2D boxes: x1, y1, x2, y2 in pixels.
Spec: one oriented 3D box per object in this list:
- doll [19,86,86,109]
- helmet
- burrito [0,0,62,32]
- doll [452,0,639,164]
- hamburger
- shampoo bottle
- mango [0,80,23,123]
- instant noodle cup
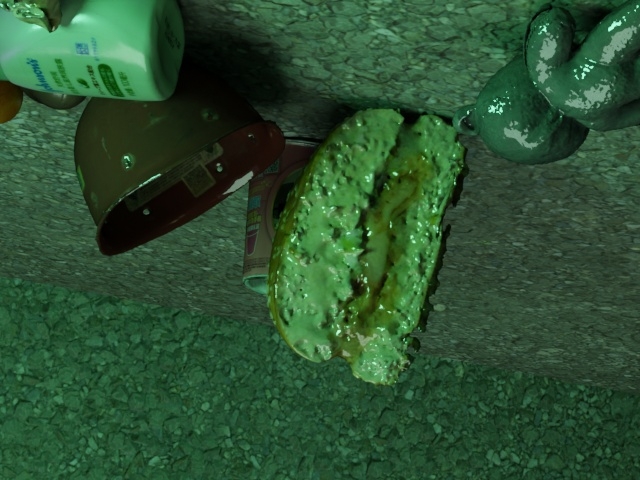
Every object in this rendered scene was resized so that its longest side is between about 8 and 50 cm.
[{"bbox_3d":[-0.426,-0.274,2.080,0.145,0.096,0.188,28,161,21],"label":"doll"},{"bbox_3d":[-0.253,-0.162,2.095,0.338,0.230,0.385,-31,169,-4],"label":"helmet"},{"bbox_3d":[-0.420,-0.383,1.650,0.175,0.107,0.347,27,167,21],"label":"burrito"},{"bbox_3d":[0.356,-0.229,1.820,0.246,0.158,0.340,24,129,-29],"label":"doll"},{"bbox_3d":[0.056,0.007,2.244,0.268,0.445,0.287,15,172,-7],"label":"hamburger"},{"bbox_3d":[-0.378,-0.291,1.901,0.350,0.151,0.222,6,160,9],"label":"shampoo bottle"},{"bbox_3d":[-0.556,-0.256,2.157,0.154,0.126,0.252,17,167,12],"label":"mango"},{"bbox_3d":[-0.042,-0.029,2.447,0.244,0.255,0.244,10,165,3],"label":"instant noodle cup"}]
